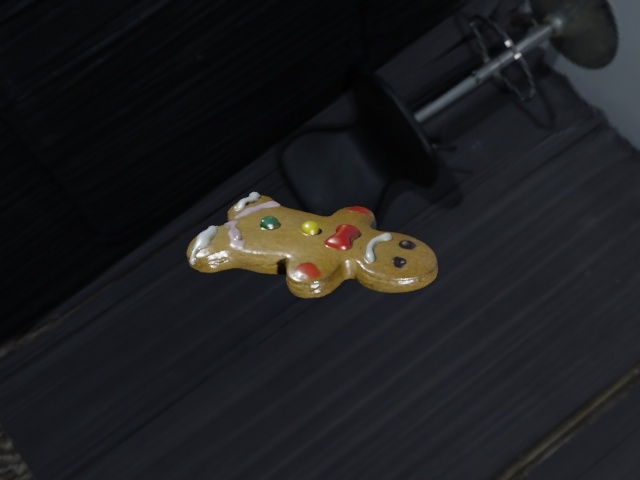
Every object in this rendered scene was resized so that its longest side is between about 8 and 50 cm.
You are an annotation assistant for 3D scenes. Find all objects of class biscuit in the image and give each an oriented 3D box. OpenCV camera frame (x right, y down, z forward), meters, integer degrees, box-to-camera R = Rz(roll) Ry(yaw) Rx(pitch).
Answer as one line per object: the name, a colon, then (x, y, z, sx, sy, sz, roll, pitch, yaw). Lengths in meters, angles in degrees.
biscuit: (0.000, -0.001, 1.468, 0.432, 0.283, 0.064, 12, 124, 23)
